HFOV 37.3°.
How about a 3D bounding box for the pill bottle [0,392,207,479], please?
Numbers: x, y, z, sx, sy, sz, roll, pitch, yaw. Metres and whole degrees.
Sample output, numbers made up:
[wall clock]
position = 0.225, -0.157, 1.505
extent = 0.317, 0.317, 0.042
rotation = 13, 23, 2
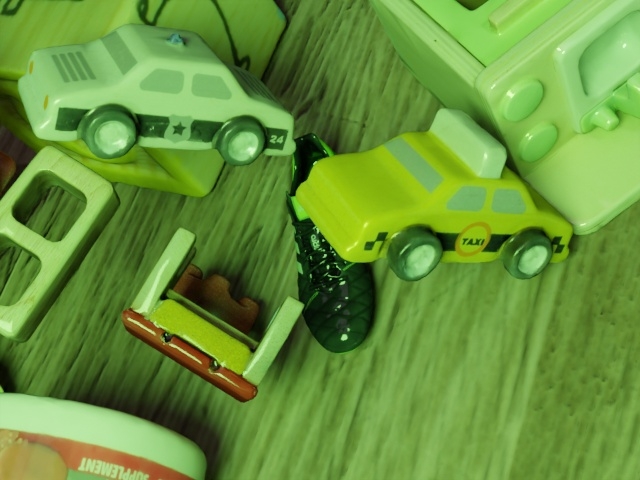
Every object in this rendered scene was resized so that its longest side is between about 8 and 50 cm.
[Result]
[pill bottle]
position = -0.190, 0.272, 0.603
extent = 0.176, 0.176, 0.318
rotation = -1, 63, 25

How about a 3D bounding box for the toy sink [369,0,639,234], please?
[toy sink]
position = 0.164, -0.146, 0.692
extent = 0.153, 0.131, 0.234
rotation = -38, 55, 3

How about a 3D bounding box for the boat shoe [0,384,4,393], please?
[boat shoe]
position = -0.302, 0.152, 0.768
extent = 0.091, 0.109, 0.304
rotation = -16, 61, 12

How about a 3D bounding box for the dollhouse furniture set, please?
[dollhouse furniture set]
position = -0.215, 0.022, 0.689
extent = 0.374, 0.201, 0.152
rotation = 33, 77, -1

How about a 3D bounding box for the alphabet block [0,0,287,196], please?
[alphabet block]
position = -0.177, -0.175, 0.835
extent = 0.194, 0.192, 0.197
rotation = 10, 69, 31

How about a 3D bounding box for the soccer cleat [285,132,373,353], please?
[soccer cleat]
position = 0.000, 0.000, 0.725
extent = 0.060, 0.072, 0.178
rotation = -17, 58, 16

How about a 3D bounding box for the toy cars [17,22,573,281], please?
[toy cars]
position = -0.009, -0.075, 0.642
extent = 0.394, 0.087, 0.176
rotation = 21, 28, 6
